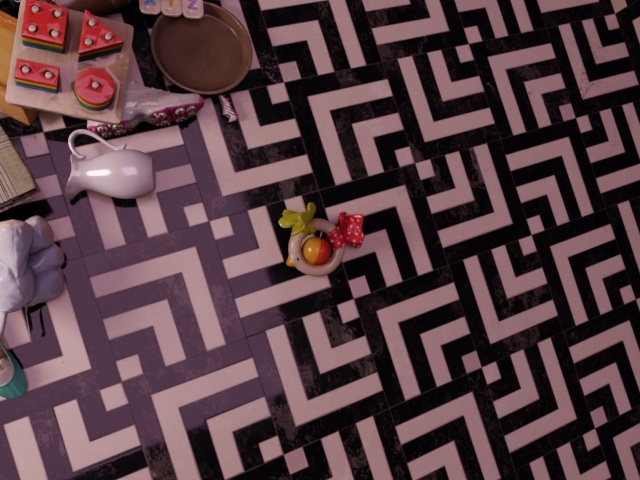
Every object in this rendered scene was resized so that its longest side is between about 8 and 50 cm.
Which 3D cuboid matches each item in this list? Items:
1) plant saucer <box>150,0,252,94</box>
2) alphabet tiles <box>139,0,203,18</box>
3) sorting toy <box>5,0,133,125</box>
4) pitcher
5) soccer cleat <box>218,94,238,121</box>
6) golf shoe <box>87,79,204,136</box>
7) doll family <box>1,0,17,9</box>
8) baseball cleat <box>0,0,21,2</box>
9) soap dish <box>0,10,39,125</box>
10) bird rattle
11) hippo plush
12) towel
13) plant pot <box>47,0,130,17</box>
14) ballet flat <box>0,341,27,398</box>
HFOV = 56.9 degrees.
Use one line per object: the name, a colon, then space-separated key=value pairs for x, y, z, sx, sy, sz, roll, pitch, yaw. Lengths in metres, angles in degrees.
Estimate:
plant saucer: x=-0.328 y=-0.528 z=1.636 sx=0.278 sy=0.041 sz=0.277 roll=4 pitch=78 yaw=-17
alphabet tiles: x=-0.412 y=-0.740 z=1.627 sx=0.284 sy=0.021 sz=0.277 roll=0 pitch=74 yaw=-17
sorting toy: x=-0.586 y=-0.430 z=1.397 sx=0.256 sy=0.089 sz=0.257 roll=8 pitch=82 yaw=-22
pitcher: x=-0.526 y=-0.192 z=1.488 sx=0.207 sy=0.125 sz=0.177 roll=-2 pitch=92 yaw=-10
soccer cleat: x=-0.264 y=-0.369 z=1.651 sx=0.036 sy=0.029 sz=0.083 roll=-38 pitch=101 yaw=-23
golf shoe: x=-0.461 y=-0.366 z=1.542 sx=0.306 sy=0.115 sz=0.140 roll=-15 pitch=85 yaw=-21
doll family: x=-0.792 y=-0.687 z=1.492 sx=0.112 sy=0.076 sz=0.192 roll=-13 pitch=82 yaw=-15
baseball cleat: x=-0.744 y=-0.594 z=1.413 sx=0.072 sy=0.109 sz=0.206 roll=42 pitch=59 yaw=0
soap dish: x=-0.793 y=-0.450 z=1.434 sx=0.291 sy=0.118 sz=0.228 roll=27 pitch=76 yaw=-13
bird rattle: x=0.000 y=0.000 z=1.670 sx=0.254 sy=0.143 sz=0.206 roll=17 pitch=89 yaw=-29
hippo plush: x=-0.755 y=0.084 z=1.365 sx=0.237 sy=0.234 sz=0.294 roll=0 pitch=76 yaw=7
towel: x=-0.849 y=-0.145 z=1.354 sx=0.312 sy=0.056 sz=0.324 roll=-29 pitch=64 yaw=-22
plant pot: x=-0.606 y=-0.633 z=1.505 sx=0.165 sy=0.167 sz=0.167 roll=-39 pitch=96 yaw=-12
ballet flat: x=-0.769 y=0.266 z=1.367 sx=0.083 sy=0.087 sz=0.247 roll=-31 pitch=94 yaw=-20
